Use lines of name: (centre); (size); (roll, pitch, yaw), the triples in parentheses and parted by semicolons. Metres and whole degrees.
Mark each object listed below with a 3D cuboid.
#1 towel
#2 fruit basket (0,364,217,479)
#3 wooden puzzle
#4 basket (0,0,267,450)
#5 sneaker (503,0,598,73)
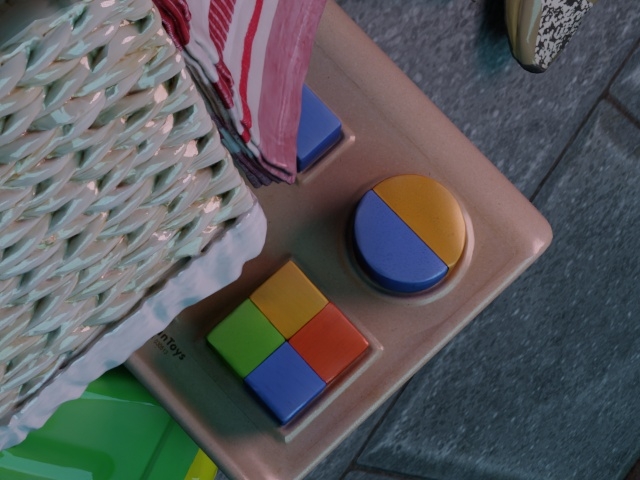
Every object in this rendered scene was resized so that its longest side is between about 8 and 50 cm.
towel: (-0.062, -0.211, 1.030); (0.329, 0.037, 0.237); (55, 40, -59)
fruit basket: (-0.203, 0.216, 1.386); (0.392, 0.283, 0.392); (-16, 126, -23)
wooden puzzle: (-0.028, -0.015, 1.219); (0.348, 0.322, 0.080); (-42, 173, -13)
basket: (-0.268, -0.065, 0.919); (0.331, 0.328, 0.266); (-38, 145, -16)
sneaker: (0.344, -0.346, 1.581); (0.158, 0.182, 0.410); (12, 112, -56)
